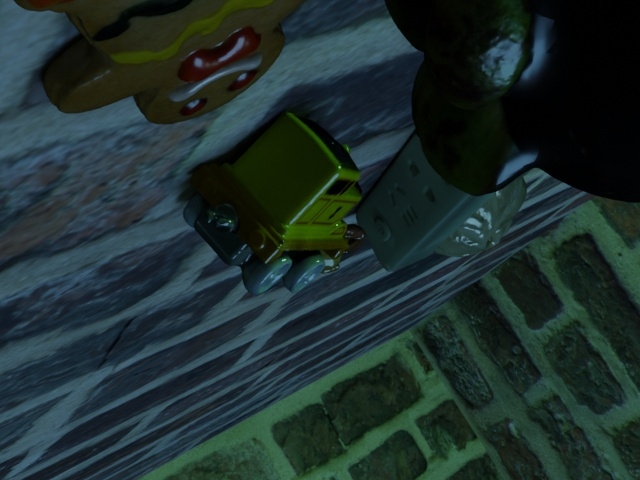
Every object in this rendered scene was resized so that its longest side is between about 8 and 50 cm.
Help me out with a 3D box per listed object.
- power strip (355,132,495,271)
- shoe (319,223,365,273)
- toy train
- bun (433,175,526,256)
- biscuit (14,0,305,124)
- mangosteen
[{"bbox_3d":[0.119,-0.059,1.143,0.062,0.091,0.385,-26,169,-22],"label":"power strip"},{"bbox_3d":[0.001,-0.003,1.121,0.069,0.072,0.109,5,176,18],"label":"shoe"},{"bbox_3d":[-0.023,-0.030,0.860,0.127,0.089,0.219,-45,167,13],"label":"toy train"},{"bbox_3d":[0.200,-0.033,1.495,0.183,0.102,0.183,-29,172,-5],"label":"bun"},{"bbox_3d":[-0.055,-0.107,0.525,0.165,0.036,0.250,-30,170,-9],"label":"biscuit"},{"bbox_3d":[0.148,-0.125,0.558,0.243,0.243,0.243,-31,170,-6],"label":"mangosteen"}]
